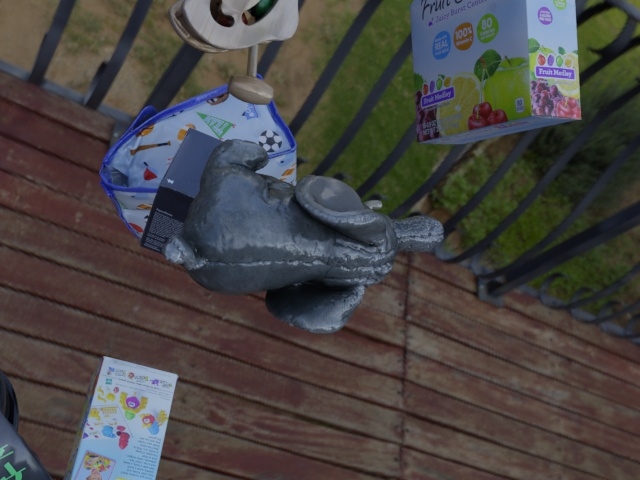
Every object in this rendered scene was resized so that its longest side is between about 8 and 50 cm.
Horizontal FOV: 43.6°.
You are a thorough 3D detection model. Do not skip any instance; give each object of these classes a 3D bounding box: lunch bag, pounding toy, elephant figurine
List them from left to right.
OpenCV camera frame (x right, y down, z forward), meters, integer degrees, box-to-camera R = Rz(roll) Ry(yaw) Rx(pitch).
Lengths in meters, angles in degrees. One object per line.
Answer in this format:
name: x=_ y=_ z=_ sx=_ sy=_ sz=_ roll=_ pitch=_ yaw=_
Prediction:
lunch bag: x=-0.264 y=-0.149 z=1.727 sx=0.386 sy=0.328 sz=0.238 roll=-25 pitch=71 yaw=-9
pounding toy: x=-0.124 y=-0.324 z=1.065 sx=0.154 sy=0.155 sz=0.269 roll=4 pitch=96 yaw=-27
elephant figurine: x=0.000 y=0.000 z=0.762 sx=0.240 sy=0.169 sz=0.185 roll=14 pitch=63 yaw=4

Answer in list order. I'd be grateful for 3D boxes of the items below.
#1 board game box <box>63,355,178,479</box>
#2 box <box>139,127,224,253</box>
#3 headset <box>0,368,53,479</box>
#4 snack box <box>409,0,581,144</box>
board game box: x=-0.368 y=0.373 z=1.438 sx=0.144 sy=0.142 sz=0.275 roll=19 pitch=57 yaw=-17
box: x=-0.220 y=-0.073 z=1.337 sx=0.093 sy=0.158 sz=0.156 roll=22 pitch=45 yaw=-7
headset: x=-0.352 y=0.114 z=0.610 sx=0.394 sy=0.243 sz=0.185 roll=27 pitch=54 yaw=37
snack box: x=0.164 y=-0.208 z=0.787 sx=0.070 sy=0.174 sz=0.207 roll=-1 pitch=88 yaw=-30
